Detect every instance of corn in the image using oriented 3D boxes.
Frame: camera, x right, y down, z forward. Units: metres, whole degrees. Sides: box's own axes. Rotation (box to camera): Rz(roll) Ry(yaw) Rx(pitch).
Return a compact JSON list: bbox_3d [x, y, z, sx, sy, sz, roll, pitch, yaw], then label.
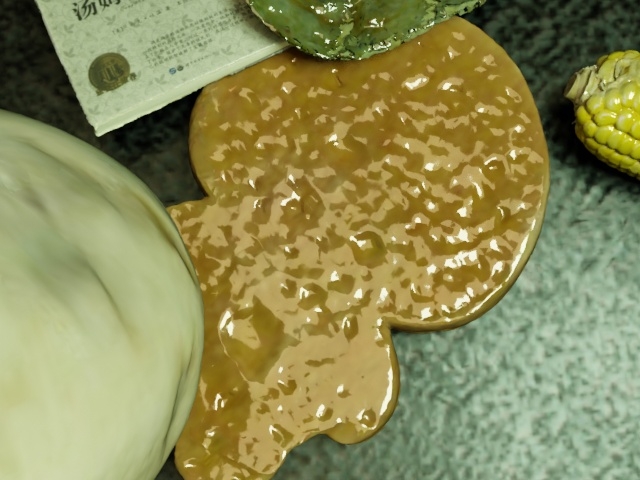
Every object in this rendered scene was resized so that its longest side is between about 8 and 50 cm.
[{"bbox_3d":[0.228,-0.045,0.576,0.206,0.067,0.067,22,83,3],"label":"corn"}]

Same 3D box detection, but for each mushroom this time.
[{"bbox_3d":[-0.199,0.103,0.473,0.315,0.314,0.336,-9,104,-1],"label":"mushroom"}]

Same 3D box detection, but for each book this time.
[{"bbox_3d":[-0.101,-0.158,0.605,0.127,0.014,0.181,-25,70,-3],"label":"book"}]

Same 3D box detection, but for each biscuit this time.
[{"bbox_3d":[0.000,0.000,0.584,0.202,0.044,0.288,30,84,8],"label":"biscuit"}]

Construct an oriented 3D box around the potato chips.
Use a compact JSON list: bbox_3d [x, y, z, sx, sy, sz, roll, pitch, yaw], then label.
[{"bbox_3d":[0.047,-0.172,0.599,0.209,0.026,0.142,-16,62,-15],"label":"potato chips"}]
